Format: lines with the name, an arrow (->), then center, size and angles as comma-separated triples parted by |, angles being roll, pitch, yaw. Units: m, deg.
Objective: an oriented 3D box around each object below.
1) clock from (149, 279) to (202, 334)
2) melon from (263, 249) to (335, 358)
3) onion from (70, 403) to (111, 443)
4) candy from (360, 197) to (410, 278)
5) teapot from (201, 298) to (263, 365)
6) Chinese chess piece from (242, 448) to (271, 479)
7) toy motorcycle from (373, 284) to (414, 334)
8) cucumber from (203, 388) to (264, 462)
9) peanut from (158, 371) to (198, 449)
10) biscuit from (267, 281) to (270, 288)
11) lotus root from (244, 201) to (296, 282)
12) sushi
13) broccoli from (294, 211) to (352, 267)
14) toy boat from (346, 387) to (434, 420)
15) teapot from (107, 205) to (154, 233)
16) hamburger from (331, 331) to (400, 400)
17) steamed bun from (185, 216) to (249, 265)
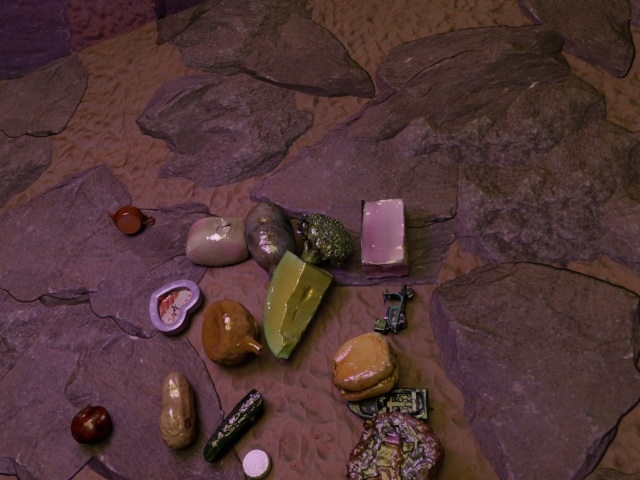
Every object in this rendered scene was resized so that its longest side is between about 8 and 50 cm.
clock -> -0.504, 0.225, 1.986 | 0.172, 0.064, 0.198 | 18, 63, 24
melon -> -0.087, 0.213, 1.830 | 0.196, 0.124, 0.323 | 29, 77, -18
onion -> -0.711, 0.570, 1.781 | 0.117, 0.118, 0.118 | -24, 52, 25
candy -> 0.215, -0.010, 1.934 | 0.156, 0.115, 0.265 | -4, 56, 10
teapot -> -0.275, 0.286, 1.843 | 0.311, 0.167, 0.203 | 30, 111, 54
Chinese chess piece -> -0.181, 0.640, 1.653 | 0.084, 0.034, 0.084 | -6, 54, 8
toy motorcycle -> 0.233, 0.214, 1.820 | 0.100, 0.058, 0.173 | 6, 61, 24
cucumber -> -0.257, 0.549, 1.709 | 0.074, 0.074, 0.241 | 34, 72, 30
peanut -> -0.433, 0.508, 1.749 | 0.110, 0.120, 0.236 | -37, 53, 37
biscuit -> -0.134, 0.122, 1.993 | 0.071, 0.018, 0.147 | 8, 60, 22
lotus root -> -0.166, -0.005, 1.984 | 0.175, 0.175, 0.349 | -20, 50, 0
sushi -> 0.202, 0.597, 1.507 | 0.237, 0.171, 0.270 | 20, 66, 24
broccoli -> 0.001, -0.003, 1.939 | 0.226, 0.198, 0.176 | -3, 67, 32
toy boat -> 0.193, 0.464, 1.639 | 0.246, 0.103, 0.093 | -4, 64, 16
teapot -> -0.731, -0.088, 2.233 | 0.173, 0.116, 0.116 | 2, 54, -17
hamburger -> 0.130, 0.363, 1.674 | 0.214, 0.108, 0.213 | -20, 22, 8
steamed bun -> -0.372, -0.011, 2.056 | 0.239, 0.152, 0.170 | -4, 55, 8
